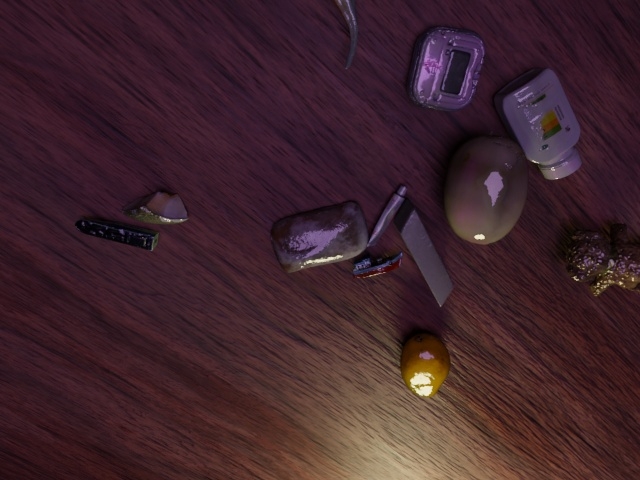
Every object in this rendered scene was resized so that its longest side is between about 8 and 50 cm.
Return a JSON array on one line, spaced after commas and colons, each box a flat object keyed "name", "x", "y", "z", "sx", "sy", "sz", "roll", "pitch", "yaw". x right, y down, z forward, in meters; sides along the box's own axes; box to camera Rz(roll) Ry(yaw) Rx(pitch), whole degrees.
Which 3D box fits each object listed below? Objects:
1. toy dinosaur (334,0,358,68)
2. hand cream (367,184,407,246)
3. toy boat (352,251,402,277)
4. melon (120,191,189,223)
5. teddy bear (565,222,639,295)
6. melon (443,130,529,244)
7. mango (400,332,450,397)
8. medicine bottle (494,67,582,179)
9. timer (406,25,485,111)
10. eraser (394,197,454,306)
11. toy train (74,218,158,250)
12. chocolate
[{"name": "toy dinosaur", "x": 0.076, "y": -0.632, "z": 1.064, "sx": 0.205, "sy": 0.092, "sz": 0.393, "roll": 4, "pitch": 115, "yaw": -4}, {"name": "hand cream", "x": 0.208, "y": -0.073, "z": 1.342, "sx": 0.052, "sy": 0.038, "sz": 0.216, "roll": 16, "pitch": 112, "yaw": -33}, {"name": "toy boat", "x": 0.181, "y": 0.073, "z": 1.390, "sx": 0.173, "sy": 0.069, "sz": 0.059, "roll": -15, "pitch": 100, "yaw": 11}, {"name": "melon", "x": -0.496, "y": -0.096, "z": 1.269, "sx": 0.202, "sy": 0.139, "sz": 0.093, "roll": 2, "pitch": 91, "yaw": -1}, {"name": "teddy bear", "x": 0.925, "y": 0.063, "z": 1.387, "sx": 0.296, "sy": 0.222, "sz": 0.246, "roll": -6, "pitch": 116, "yaw": -48}, {"name": "melon", "x": 0.461, "y": -0.144, "z": 1.223, "sx": 0.223, "sy": 0.223, "sz": 0.317, "roll": -1, "pitch": 114, "yaw": -2}, {"name": "mango", "x": 0.370, "y": 0.447, "z": 1.543, "sx": 0.176, "sy": 0.119, "sz": 0.317, "roll": -8, "pitch": 123, "yaw": -2}, {"name": "medicine bottle", "x": 0.619, "y": -0.317, "z": 1.215, "sx": 0.161, "sy": 0.111, "sz": 0.296, "roll": -32, "pitch": 112, "yaw": 11}, {"name": "timer", "x": 0.336, "y": -0.456, "z": 1.165, "sx": 0.191, "sy": 0.069, "sz": 0.208, "roll": 5, "pitch": 112, "yaw": -7}, {"name": "eraser", "x": 0.322, "y": 0.040, "z": 1.358, "sx": 0.077, "sy": 0.111, "sz": 0.352, "roll": -27, "pitch": 112, "yaw": 12}, {"name": "toy train", "x": -0.618, "y": -0.026, "z": 1.323, "sx": 0.234, "sy": 0.051, "sz": 0.052, "roll": 15, "pitch": 112, "yaw": -5}, {"name": "chocolate", "x": 0.000, "y": 0.000, "z": 1.340, "sx": 0.303, "sy": 0.100, "sz": 0.185, "roll": -16, "pitch": 110, "yaw": 1}]
